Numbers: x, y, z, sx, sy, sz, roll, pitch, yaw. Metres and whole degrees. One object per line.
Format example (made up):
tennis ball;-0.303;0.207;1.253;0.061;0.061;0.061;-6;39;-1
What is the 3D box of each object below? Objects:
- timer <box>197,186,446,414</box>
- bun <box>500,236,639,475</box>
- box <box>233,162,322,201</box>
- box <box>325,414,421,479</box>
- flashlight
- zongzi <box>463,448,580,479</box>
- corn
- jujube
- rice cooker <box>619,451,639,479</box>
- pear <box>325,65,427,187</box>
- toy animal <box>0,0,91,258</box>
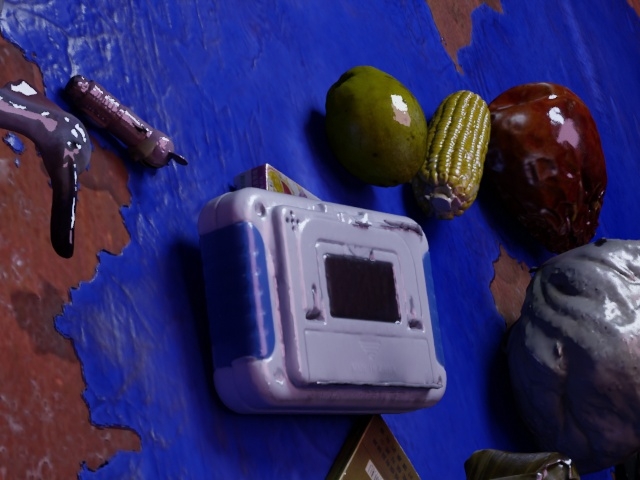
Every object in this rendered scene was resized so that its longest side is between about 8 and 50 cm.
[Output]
timer;0.013;0.054;1.069;0.253;0.078;0.178;7;71;-49
bun;0.310;0.108;1.428;0.204;0.281;0.281;36;31;0
box;0.000;0.000;1.175;0.207;0.041;0.050;33;42;-43
box;0.045;0.216;1.097;0.090;0.023;0.133;56;29;-13
flashlight;-0.154;-0.087;0.998;0.110;0.052;0.031;39;72;-29
zongzi;0.187;0.370;1.122;0.286;0.134;0.288;54;43;-27
corn;0.152;-0.100;1.476;0.080;0.080;0.238;54;28;-19
jujube;0.287;-0.086;1.631;0.168;0.168;0.236;-75;147;-51
rice cooker;0.437;0.286;1.621;0.112;0.106;0.165;59;18;-19
pear;0.059;-0.113;1.301;0.131;0.107;0.107;52;30;-13
toy animal;-0.251;-0.148;0.820;0.324;0.090;0.195;44;40;-18
